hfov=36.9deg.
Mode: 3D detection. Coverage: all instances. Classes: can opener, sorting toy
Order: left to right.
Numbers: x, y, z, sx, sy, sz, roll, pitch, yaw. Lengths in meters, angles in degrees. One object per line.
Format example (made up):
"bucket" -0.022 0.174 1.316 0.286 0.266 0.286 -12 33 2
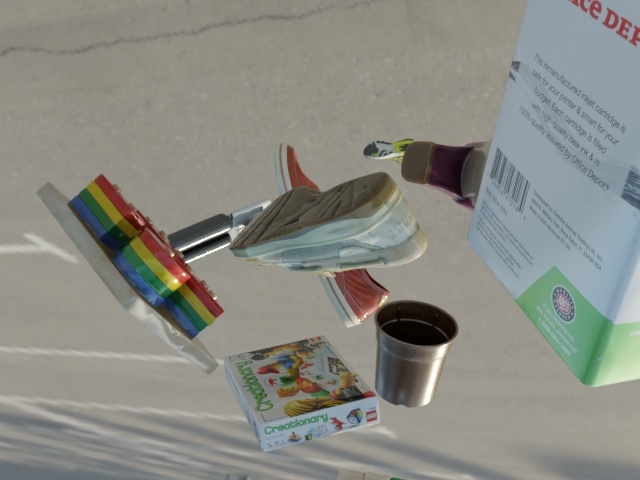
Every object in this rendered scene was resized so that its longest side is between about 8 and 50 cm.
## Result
"sorting toy" -0.243 0.036 1.352 0.255 0.089 0.257 46 175 32
"can opener" -0.190 -0.010 1.883 0.280 0.074 0.093 -21 -139 -35

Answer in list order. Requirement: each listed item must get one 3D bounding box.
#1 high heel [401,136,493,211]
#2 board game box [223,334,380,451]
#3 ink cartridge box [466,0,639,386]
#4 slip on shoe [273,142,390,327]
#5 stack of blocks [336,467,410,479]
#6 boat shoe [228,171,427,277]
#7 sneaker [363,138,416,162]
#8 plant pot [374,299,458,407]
"high heel" 0.262 -0.066 1.182 0.181 0.127 0.377 9 -168 -26
"board game box" -0.041 0.249 1.615 0.193 0.053 0.305 -12 -164 -14
"ink cartridge box" 0.222 -0.064 0.700 0.115 0.198 0.273 -5 126 -20
"slip on shoe" 0.014 -0.018 1.613 0.101 0.331 0.123 -27 -179 4
"stack of blocks" 0.153 0.471 1.480 0.297 0.171 0.087 6 138 19
"boat shoe" 0.000 0.000 1.091 0.098 0.109 0.302 50 148 -19
"sneaker" 0.106 -0.129 1.439 0.083 0.031 0.035 -3 149 10
"plant pot" 0.178 0.231 1.912 0.167 0.167 0.165 9 118 3
